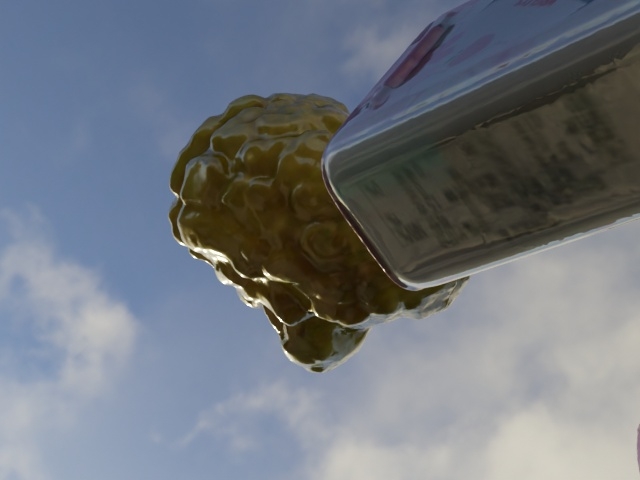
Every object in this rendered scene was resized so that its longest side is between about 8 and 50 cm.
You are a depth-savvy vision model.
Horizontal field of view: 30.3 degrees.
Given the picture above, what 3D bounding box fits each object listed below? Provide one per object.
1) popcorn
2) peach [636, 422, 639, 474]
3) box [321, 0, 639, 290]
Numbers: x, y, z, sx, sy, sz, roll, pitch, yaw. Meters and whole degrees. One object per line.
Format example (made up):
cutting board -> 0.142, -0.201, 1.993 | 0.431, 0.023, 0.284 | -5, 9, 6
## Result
popcorn -> 0.000, 0.000, 0.866 | 0.226, 0.200, 0.203 | 6, -69, -13
peach -> 0.339, 0.190, 1.033 | 0.151, 0.118, 0.151 | 33, -18, 12
box -> 0.186, -0.101, 0.542 | 0.369, 0.190, 0.112 | -20, -66, 43
